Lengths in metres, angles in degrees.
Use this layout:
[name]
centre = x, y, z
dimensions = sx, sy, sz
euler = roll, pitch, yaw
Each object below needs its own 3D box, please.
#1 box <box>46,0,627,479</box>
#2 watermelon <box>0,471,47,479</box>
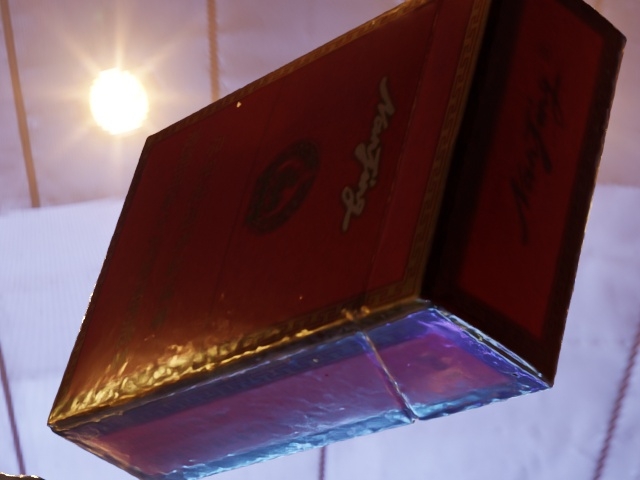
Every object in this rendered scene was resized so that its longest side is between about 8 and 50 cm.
[box]
centre = 0.001, 0.001, 0.735
dimensions = 0.074, 0.240, 0.153
euler = 36, -124, -25
[watermelon]
centre = -0.209, 0.127, 0.415
dimensions = 0.228, 0.387, 0.258
euler = -31, -83, 31
